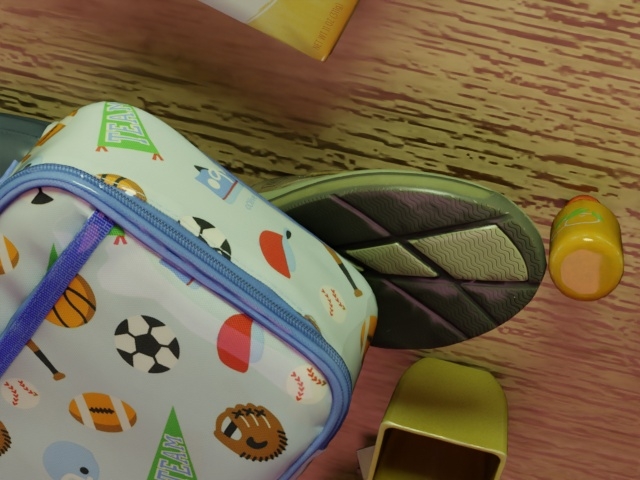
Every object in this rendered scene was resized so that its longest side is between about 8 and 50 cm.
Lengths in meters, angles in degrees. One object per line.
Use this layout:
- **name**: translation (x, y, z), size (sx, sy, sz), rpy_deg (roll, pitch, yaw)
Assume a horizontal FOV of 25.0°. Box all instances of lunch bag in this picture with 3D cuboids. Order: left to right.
- **lunch bag**: translation (-0.132, 0.079, 0.829), size (0.243, 0.115, 0.303), rpy_deg (35, 125, -11)

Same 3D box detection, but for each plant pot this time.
- **plant pot**: translation (0.080, 0.125, 0.946), size (0.081, 0.083, 0.081), rpy_deg (14, 132, 4)

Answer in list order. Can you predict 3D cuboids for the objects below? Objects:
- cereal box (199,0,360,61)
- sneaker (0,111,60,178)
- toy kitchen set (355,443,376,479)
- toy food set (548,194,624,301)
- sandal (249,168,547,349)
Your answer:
- **cereal box**: translation (-0.068, -0.212, 0.720), size (0.240, 0.047, 0.173), rpy_deg (25, 132, -5)
- **sneaker**: translation (-0.234, 0.025, 0.943), size (0.153, 0.099, 0.282), rpy_deg (16, 128, 0)
- **toy kitchen set**: translation (0.036, 0.181, 1.050), size (0.083, 0.075, 0.068), rpy_deg (-14, 89, -12)
- **toy food set**: translation (0.240, -0.031, 0.776), size (0.232, 0.104, 0.111), rpy_deg (-37, 100, 18)
- **sandal**: translation (-0.002, -0.001, 0.869), size (0.302, 0.086, 0.120), rpy_deg (-5, 128, 41)
